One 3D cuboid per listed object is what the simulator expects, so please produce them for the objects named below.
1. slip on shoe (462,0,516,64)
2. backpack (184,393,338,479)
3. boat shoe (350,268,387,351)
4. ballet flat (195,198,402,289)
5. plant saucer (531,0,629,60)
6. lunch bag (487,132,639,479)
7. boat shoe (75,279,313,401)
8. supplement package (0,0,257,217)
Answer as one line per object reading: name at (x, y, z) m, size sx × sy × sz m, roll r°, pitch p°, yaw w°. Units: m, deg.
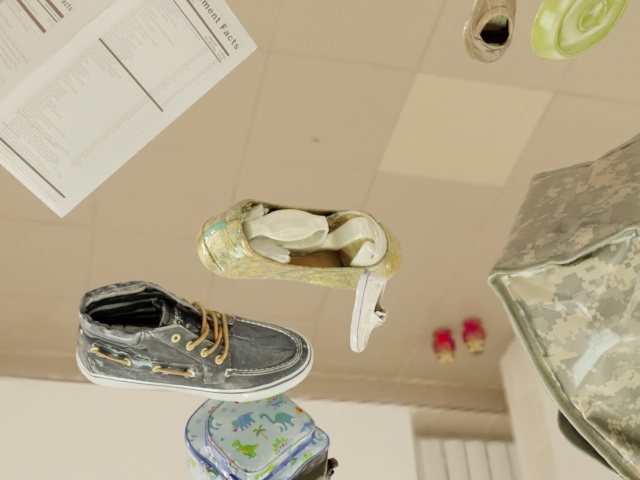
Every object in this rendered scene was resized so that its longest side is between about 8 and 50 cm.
slip on shoe at (0.173, -0.209, 1.040) m, size 0.051 × 0.041 × 0.135 m, roll -1°, pitch 158°, yaw -2°
backpack at (-0.059, 0.176, 0.893) m, size 0.105 × 0.114 × 0.084 m, roll -35°, pitch 140°, yaw -34°
boat shoe at (0.056, 0.081, 1.138) m, size 0.035 × 0.035 × 0.100 m, roll 13°, pitch 111°, yaw 14°
ballet flat at (0.000, 0.000, 1.418) m, size 0.348 × 0.123 × 0.123 m, roll 2°, pitch 145°, yaw -35°
plant saucer at (0.492, -0.424, 1.899) m, size 0.241 × 0.037 × 0.241 m, roll -28°, pitch 148°, yaw -20°
lunch bag at (0.294, 0.079, 0.951) m, size 0.169 × 0.235 × 0.287 m, roll -23°, pitch 106°, yaw 30°
boat shoe at (-0.092, 0.075, 0.776) m, size 0.183 × 0.065 × 0.083 m, roll 1°, pitch 145°, yaw -9°
supplement package at (-0.207, -0.168, 0.947) m, size 0.244 × 0.134 × 0.139 m, roll -41°, pitch 138°, yaw -3°
